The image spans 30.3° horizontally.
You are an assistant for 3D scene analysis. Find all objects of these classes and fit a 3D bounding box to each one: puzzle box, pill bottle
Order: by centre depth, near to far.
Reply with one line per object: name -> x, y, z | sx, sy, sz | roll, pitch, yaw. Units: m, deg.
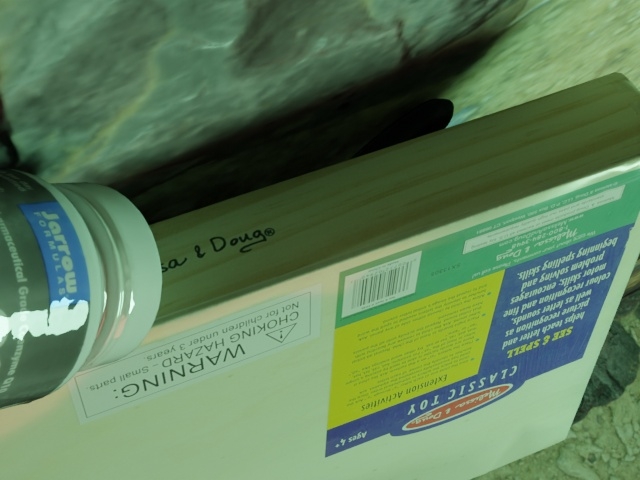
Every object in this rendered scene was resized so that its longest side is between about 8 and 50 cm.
pill bottle -> -0.117, 0.017, 0.362 | 0.078, 0.078, 0.137 | -36, 165, 31
puzzle box -> -0.041, 0.084, 0.568 | 0.409, 0.052, 0.272 | -18, 145, -16

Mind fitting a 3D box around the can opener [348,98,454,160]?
can opener -> 0.000, 0.000, 0.581 | 0.186, 0.059, 0.073 | -32, 166, 18
